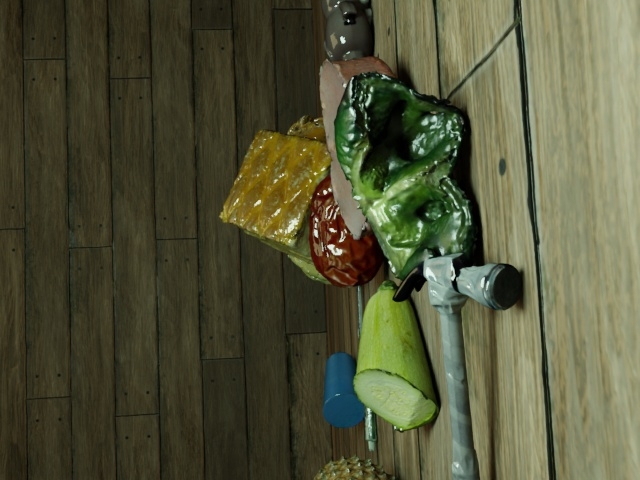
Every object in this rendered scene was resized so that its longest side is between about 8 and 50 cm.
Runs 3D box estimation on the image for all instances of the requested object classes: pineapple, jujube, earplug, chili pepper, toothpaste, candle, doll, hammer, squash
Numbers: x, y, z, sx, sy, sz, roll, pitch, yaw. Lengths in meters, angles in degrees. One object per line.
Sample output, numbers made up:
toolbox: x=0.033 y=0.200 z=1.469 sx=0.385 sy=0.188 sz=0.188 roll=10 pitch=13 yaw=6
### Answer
pineapple: x=0.090 y=0.525 z=0.994 sx=0.362 sy=0.202 sz=0.202 roll=129 pitch=139 yaw=-74
jujube: x=0.060 y=-0.026 z=1.156 sx=0.174 sy=0.174 sz=0.250 roll=-111 pitch=18 yaw=-79
earplug: x=0.071 y=0.464 z=1.735 sx=0.273 sy=0.132 sz=0.132 roll=-92 pitch=1 yaw=-67
chili pepper: x=0.110 y=-0.079 z=0.656 sx=0.148 sy=0.116 sz=0.265 roll=-27 pitch=87 yaw=59
toothpaste: x=0.133 y=0.460 z=1.440 sx=0.049 sy=0.031 sz=0.204 roll=103 pitch=166 yaw=-70
candle: x=0.098 y=-0.163 z=0.909 sx=0.287 sy=0.131 sz=0.317 roll=-144 pitch=42 yaw=-77
doll: x=0.062 y=-0.504 z=1.236 sx=0.182 sy=0.117 sz=0.257 roll=125 pitch=142 yaw=-81
hammer: x=0.159 y=0.224 z=0.572 sx=0.152 sy=0.044 sz=0.427 roll=1 pitch=100 yaw=59
squash: x=0.109 y=0.159 z=0.900 sx=0.137 sy=0.137 sz=0.287 roll=92 pitch=177 yaw=-48

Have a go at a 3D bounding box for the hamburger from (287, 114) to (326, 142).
hamburger: x=-0.008 y=-0.236 z=1.613 sx=0.260 sy=0.245 sz=0.211 roll=-50 pitch=19 yaw=12

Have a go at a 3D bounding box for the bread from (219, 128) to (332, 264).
bread: x=-0.066 y=-0.105 z=1.340 sx=0.207 sy=0.279 sz=0.279 roll=32 pitch=-102 yaw=-51

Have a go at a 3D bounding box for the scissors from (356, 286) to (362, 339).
scissors: x=0.107 y=0.111 z=1.567 sx=0.191 sy=0.029 sz=0.360 roll=118 pitch=152 yaw=-79

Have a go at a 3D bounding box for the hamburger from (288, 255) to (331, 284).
hamburger: x=0.000 y=0.000 z=1.503 sx=0.309 sy=0.211 sz=0.132 roll=-103 pitch=11 yaw=-46
